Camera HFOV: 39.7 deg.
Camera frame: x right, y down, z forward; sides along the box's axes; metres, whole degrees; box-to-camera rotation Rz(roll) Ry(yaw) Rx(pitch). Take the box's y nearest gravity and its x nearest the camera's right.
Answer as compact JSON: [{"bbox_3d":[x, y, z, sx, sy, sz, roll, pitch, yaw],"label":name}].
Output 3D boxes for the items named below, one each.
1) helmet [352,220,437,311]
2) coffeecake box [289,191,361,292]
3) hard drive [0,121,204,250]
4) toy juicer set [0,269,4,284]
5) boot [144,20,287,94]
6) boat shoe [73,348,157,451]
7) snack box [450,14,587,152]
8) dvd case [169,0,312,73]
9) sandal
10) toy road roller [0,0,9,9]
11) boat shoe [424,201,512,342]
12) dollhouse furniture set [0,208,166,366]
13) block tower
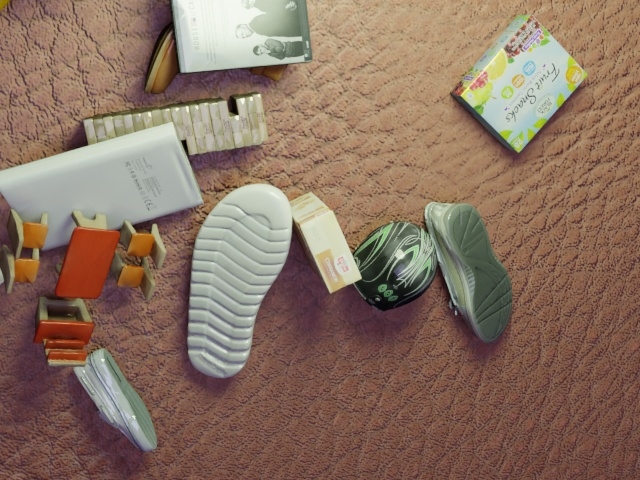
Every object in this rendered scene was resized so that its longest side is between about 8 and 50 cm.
[{"bbox_3d":[0.149,0.044,1.735,0.161,0.169,0.169,-39,110,17],"label":"helmet"},{"bbox_3d":[0.000,0.000,1.668,0.068,0.185,0.142,-25,108,-6],"label":"coffeecake box"},{"bbox_3d":[-0.379,-0.090,1.563,0.308,0.040,0.203,-16,145,-2],"label":"hard drive"},{"bbox_3d":[-0.734,0.067,1.542,0.329,0.089,0.209,34,82,-23],"label":"toy juicer set"},{"bbox_3d":[-0.171,-0.343,1.598,0.220,0.109,0.283,30,88,-22],"label":"boot"},{"bbox_3d":[-0.398,0.318,1.723,0.076,0.083,0.226,-26,97,7],"label":"boat shoe"},{"bbox_3d":[0.389,-0.307,1.740,0.174,0.070,0.207,41,93,-18],"label":"snack box"},{"bbox_3d":[-0.137,-0.387,1.528,0.239,0.029,0.179,-9,99,-18],"label":"dvd case"},{"bbox_3d":[-0.168,0.069,1.700,0.169,0.102,0.416,20,112,-2],"label":"sandal"},{"bbox_3d":[-0.678,-0.417,1.398,0.241,0.202,0.329,40,75,12],"label":"toy road roller"},{"bbox_3d":[0.299,0.064,1.809,0.118,0.103,0.320,-36,116,-22],"label":"boat shoe"},{"bbox_3d":[-0.428,0.083,1.574,0.262,0.135,0.259,6,123,-31],"label":"dollhouse furniture set"},{"bbox_3d":[-0.267,-0.200,1.607,0.336,0.091,0.097,-12,106,-10],"label":"block tower"}]
